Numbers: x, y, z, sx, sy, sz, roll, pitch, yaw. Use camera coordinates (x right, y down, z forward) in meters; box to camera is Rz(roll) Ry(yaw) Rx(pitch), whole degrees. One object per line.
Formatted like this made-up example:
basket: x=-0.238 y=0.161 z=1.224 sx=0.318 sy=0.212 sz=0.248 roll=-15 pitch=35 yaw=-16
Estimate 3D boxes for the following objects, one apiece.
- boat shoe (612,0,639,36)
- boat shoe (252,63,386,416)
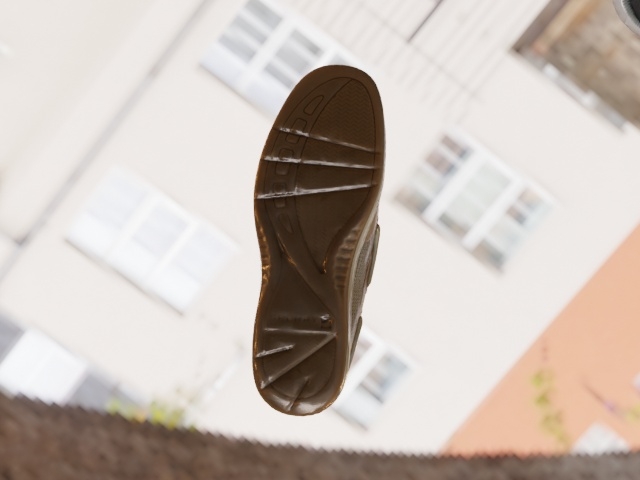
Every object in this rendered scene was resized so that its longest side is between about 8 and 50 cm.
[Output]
boat shoe: x=0.297 y=-0.270 z=1.338 sx=0.114 sy=0.303 sz=0.091 roll=25 pitch=179 yaw=-35
boat shoe: x=0.000 y=0.000 z=1.722 sx=0.109 sy=0.302 sz=0.098 roll=5 pitch=179 yaw=9
